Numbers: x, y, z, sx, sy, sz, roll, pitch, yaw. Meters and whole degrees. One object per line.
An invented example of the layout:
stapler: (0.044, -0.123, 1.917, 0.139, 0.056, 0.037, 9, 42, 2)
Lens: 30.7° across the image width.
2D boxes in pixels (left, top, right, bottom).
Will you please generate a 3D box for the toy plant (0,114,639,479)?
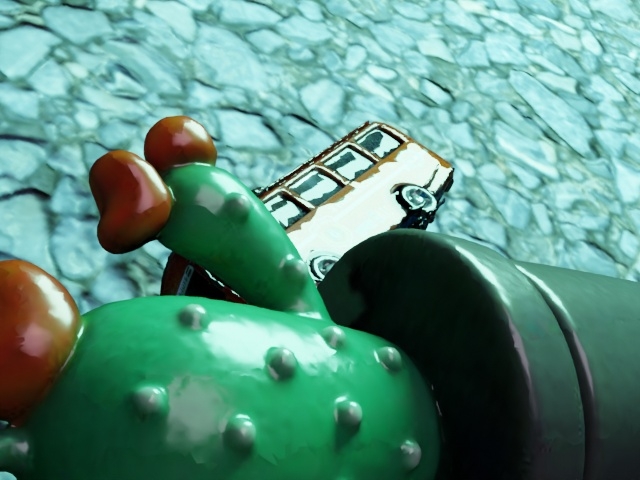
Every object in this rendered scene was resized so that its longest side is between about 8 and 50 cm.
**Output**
toy plant: (0.020, 0.097, 0.547, 0.400, 0.279, 0.185, 3, 9, -38)

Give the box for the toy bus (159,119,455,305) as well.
toy bus: (0.000, 0.000, 0.725, 0.096, 0.073, 0.235, 35, 40, 17)
